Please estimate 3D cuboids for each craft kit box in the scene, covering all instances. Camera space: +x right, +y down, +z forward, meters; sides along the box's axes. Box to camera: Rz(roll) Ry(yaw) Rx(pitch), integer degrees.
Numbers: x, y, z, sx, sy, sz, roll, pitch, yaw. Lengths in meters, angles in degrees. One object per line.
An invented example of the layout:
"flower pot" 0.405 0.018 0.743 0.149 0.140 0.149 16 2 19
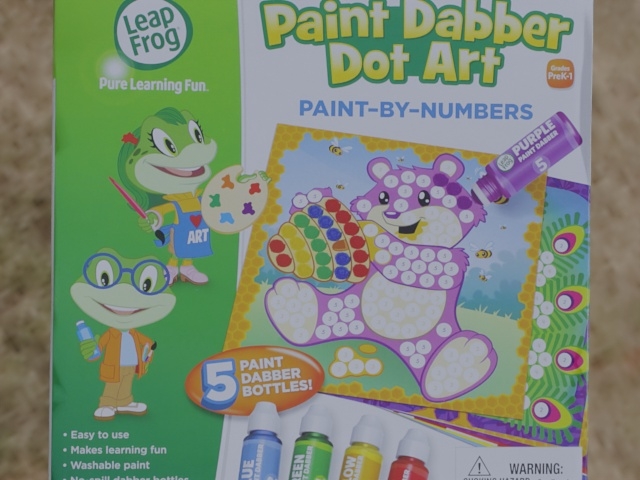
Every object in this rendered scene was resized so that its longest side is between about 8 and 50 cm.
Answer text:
"craft kit box" 0.000 0.000 0.833 0.061 0.250 0.246 159 -70 -83
